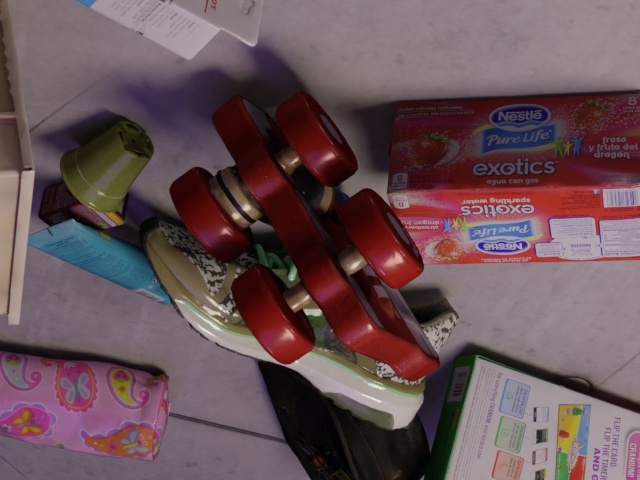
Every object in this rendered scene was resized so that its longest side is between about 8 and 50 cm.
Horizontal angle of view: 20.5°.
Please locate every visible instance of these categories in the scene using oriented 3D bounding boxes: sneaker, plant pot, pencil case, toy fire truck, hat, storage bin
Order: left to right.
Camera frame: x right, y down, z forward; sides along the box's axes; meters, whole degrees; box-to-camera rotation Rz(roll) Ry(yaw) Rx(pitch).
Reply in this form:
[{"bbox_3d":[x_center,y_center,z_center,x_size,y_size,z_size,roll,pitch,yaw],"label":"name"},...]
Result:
[{"bbox_3d":[-0.363,-0.092,1.740,0.123,0.260,0.262,-4,147,-15],"label":"storage bin"},{"bbox_3d":[-0.335,0.206,2.263,0.284,0.124,0.124,8,144,0],"label":"pencil case"},{"bbox_3d":[-0.219,-0.084,1.879,0.083,0.083,0.079,31,126,-30],"label":"plant pot"},{"bbox_3d":[-0.015,0.049,2.014,0.410,0.158,0.182,29,108,-24],"label":"sneaker"},{"bbox_3d":[0.000,0.000,1.796,0.169,0.302,0.254,-36,158,9],"label":"toy fire truck"},{"bbox_3d":[0.056,0.252,2.203,0.134,0.331,0.331,-29,145,-13],"label":"hat"}]

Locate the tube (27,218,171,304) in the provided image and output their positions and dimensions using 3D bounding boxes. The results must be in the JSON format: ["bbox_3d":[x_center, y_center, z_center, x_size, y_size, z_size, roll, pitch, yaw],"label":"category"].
[{"bbox_3d":[-0.236,0.020,1.995,0.080,0.052,0.207,-24,149,29],"label":"tube"}]

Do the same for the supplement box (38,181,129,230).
[{"bbox_3d":[-0.263,-0.038,1.970,0.083,0.043,0.055,-16,140,28],"label":"supplement box"}]

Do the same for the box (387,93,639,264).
[{"bbox_3d":[0.203,-0.060,1.792,0.257,0.122,0.128,-2,143,12],"label":"box"}]

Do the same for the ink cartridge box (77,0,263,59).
[{"bbox_3d":[-0.142,-0.238,1.621,0.180,0.104,0.060,27,140,-25],"label":"ink cartridge box"}]

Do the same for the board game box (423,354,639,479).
[{"bbox_3d":[0.286,0.303,2.178,0.316,0.242,0.064,21,166,-17],"label":"board game box"}]
